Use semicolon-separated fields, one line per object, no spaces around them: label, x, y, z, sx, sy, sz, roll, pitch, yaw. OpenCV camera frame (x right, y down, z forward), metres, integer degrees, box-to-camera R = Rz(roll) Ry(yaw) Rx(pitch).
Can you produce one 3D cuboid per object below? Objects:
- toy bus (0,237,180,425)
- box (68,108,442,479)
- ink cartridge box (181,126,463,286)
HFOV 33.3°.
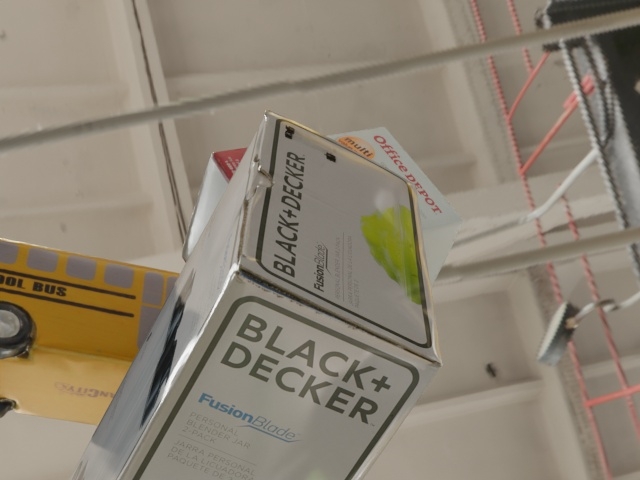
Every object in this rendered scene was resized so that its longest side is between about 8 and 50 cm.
toy bus;-0.215;0.086;0.937;0.332;0.108;0.130;12;-136;-17
box;-0.057;0.102;0.510;0.087;0.169;0.290;25;-66;-11
ink cartridge box;0.000;0.000;0.887;0.176;0.127;0.128;-12;-129;-33
